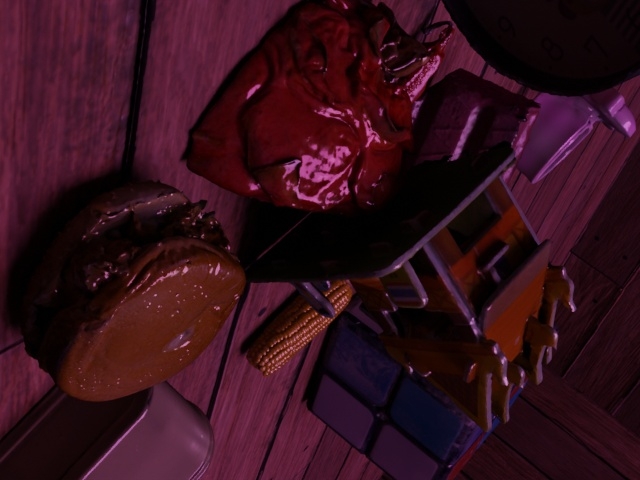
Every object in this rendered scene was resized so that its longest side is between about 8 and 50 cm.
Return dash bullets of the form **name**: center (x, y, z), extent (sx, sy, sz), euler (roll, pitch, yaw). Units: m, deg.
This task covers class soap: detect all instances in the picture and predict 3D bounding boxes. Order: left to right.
- **soap**: center (0.160, -0.088, 1.232), extent (0.112, 0.182, 0.289), euler (-24, 140, -56)

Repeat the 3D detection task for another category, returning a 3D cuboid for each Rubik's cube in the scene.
- **Rubik's cube**: center (0.204, 0.239, 1.687), extent (0.313, 0.316, 0.318), euler (-37, 156, -39)

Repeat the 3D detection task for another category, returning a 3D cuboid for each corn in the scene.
- **corn**: center (-0.028, 0.121, 1.335), extent (0.206, 0.067, 0.067), euler (-43, 158, -24)

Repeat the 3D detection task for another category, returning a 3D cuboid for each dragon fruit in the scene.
- **dragon fruit**: center (0.037, -0.133, 0.925), extent (0.317, 0.152, 0.205), euler (-19, 140, -57)

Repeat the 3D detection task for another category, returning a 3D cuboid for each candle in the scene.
- **candle**: center (0.113, -0.206, 1.117), extent (0.053, 0.048, 0.162), euler (36, 101, -28)

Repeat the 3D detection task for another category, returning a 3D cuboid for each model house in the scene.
- **model house**: center (0.116, 0.088, 1.086), extent (0.242, 0.313, 0.357), euler (-39, -162, -30)

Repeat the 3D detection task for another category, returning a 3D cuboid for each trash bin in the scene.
- **trash bin**: center (-0.248, 0.255, 1.015), extent (0.243, 0.121, 0.247), euler (-47, 156, -14)

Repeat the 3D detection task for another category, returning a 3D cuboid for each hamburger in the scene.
- **hamburger**: center (-0.178, 0.053, 0.814), extent (0.189, 0.122, 0.215), euler (-20, 147, -46)

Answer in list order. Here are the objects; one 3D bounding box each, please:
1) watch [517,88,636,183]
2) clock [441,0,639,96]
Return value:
- **watch**: center (0.443, -0.209, 1.658), extent (0.217, 0.211, 0.248), euler (-48, 170, 13)
- **clock**: center (0.224, -0.285, 0.851), extent (0.061, 0.312, 0.313), euler (-34, 154, -28)
